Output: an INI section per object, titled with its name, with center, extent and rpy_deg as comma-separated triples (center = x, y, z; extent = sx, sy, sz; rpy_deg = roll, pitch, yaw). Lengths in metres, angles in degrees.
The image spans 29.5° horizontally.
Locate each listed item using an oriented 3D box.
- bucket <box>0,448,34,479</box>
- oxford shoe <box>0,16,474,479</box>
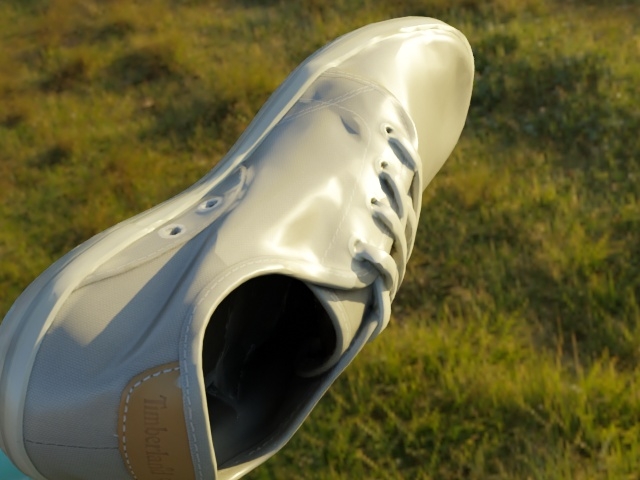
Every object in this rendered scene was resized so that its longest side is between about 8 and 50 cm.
[bucket]
center = -0.331, 0.179, 1.016
extent = 0.183, 0.281, 0.281
rpy_deg = -18, 30, -13
[oxford shoe]
center = 0.000, 0.000, 0.719
extent = 0.130, 0.169, 0.449
rpy_deg = 14, 36, 28
